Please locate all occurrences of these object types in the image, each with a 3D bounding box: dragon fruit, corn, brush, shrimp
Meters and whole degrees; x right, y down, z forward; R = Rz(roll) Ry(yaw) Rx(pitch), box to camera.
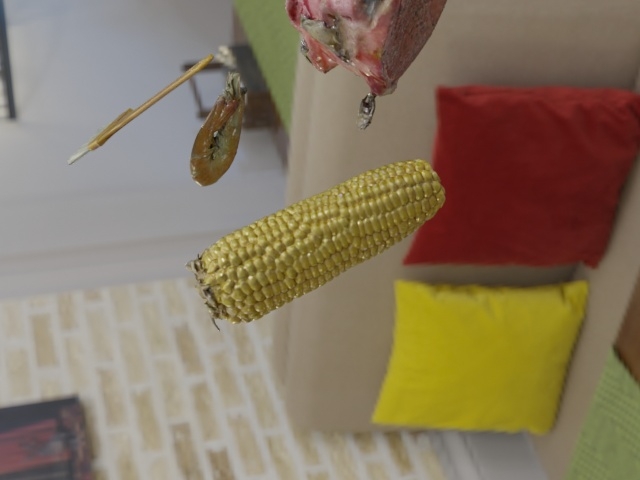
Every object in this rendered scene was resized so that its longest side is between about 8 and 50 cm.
[{"bbox_3d":[0.050,-0.279,1.345,0.282,0.147,0.211,-66,-16,15],"label":"dragon fruit"},{"bbox_3d":[0.000,0.000,1.356,0.106,0.305,0.106,155,90,-84],"label":"corn"},{"bbox_3d":[-0.238,-0.183,1.616,0.013,0.272,0.103,51,-144,-15],"label":"brush"},{"bbox_3d":[-0.180,-0.198,2.126,0.115,0.051,0.217,-1,-68,-66],"label":"shrimp"}]
